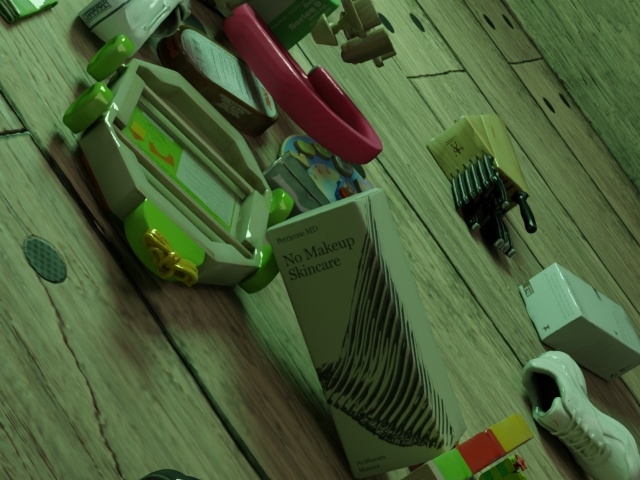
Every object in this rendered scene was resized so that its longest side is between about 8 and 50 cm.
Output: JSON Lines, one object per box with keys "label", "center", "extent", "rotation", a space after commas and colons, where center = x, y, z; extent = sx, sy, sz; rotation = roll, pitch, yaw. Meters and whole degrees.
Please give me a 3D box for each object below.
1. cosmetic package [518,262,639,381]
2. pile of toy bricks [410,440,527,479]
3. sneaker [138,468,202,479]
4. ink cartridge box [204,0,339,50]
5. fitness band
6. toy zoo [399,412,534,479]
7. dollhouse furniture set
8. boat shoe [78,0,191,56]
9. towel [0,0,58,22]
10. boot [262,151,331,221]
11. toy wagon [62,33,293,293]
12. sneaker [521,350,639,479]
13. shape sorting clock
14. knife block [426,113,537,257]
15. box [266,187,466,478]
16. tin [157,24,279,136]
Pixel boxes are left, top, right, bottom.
{"label": "cosmetic package", "center": [0.433, 0.137, 2.153], "extent": [0.231, 0.085, 0.117], "rotation": [31, 31, -45]}
{"label": "pile of toy bricks", "center": [0.189, 0.278, 1.447], "extent": [0.118, 0.105, 0.212], "rotation": [5, 52, -61]}
{"label": "sneaker", "center": [-0.054, 0.289, 0.970], "extent": [0.106, 0.101, 0.267], "rotation": [20, 40, -56]}
{"label": "ink cartridge box", "center": [-0.127, -0.422, 1.821], "extent": [0.289, 0.121, 0.211], "rotation": [28, 34, -46]}
{"label": "fitness band", "center": [-0.023, -0.204, 1.724], "extent": [0.209, 0.054, 0.291], "rotation": [33, 17, -53]}
{"label": "toy zoo", "center": [0.085, 0.232, 1.199], "extent": [0.030, 0.192, 0.293], "rotation": [58, 24, 12]}
{"label": "dollhouse furniture set", "center": [-0.047, -0.368, 1.721], "extent": [0.355, 0.174, 0.303], "rotation": [13, 55, -82]}
{"label": "boat shoe", "center": [-0.198, -0.278, 1.540], "extent": [0.084, 0.095, 0.258], "rotation": [53, 33, -11]}
{"label": "towel", "center": [-0.341, -0.299, 1.359], "extent": [0.152, 0.023, 0.113], "rotation": [50, 23, -7]}
{"label": "boot", "center": [-0.002, 0.002, 1.520], "extent": [0.208, 0.076, 0.189], "rotation": [54, 16, -9]}
{"label": "toy wagon", "center": [-0.148, -0.056, 1.330], "extent": [0.267, 0.068, 0.344], "rotation": [44, 25, -21]}
{"label": "sneaker", "center": [0.353, 0.262, 1.837], "extent": [0.115, 0.090, 0.232], "rotation": [0, 47, -55]}
{"label": "shape sorting clock", "center": [0.024, -0.055, 1.693], "extent": [0.206, 0.040, 0.206], "rotation": [42, 25, -25]}
{"label": "knife block", "center": [0.295, -0.092, 2.212], "extent": [0.242, 0.088, 0.276], "rotation": [57, 22, 8]}
{"label": "box", "center": [0.049, 0.094, 1.344], "extent": [0.275, 0.113, 0.094], "rotation": [69, 23, -3]}
{"label": "tin", "center": [-0.123, -0.198, 1.624], "extent": [0.190, 0.040, 0.106], "rotation": [30, 36, -44]}
